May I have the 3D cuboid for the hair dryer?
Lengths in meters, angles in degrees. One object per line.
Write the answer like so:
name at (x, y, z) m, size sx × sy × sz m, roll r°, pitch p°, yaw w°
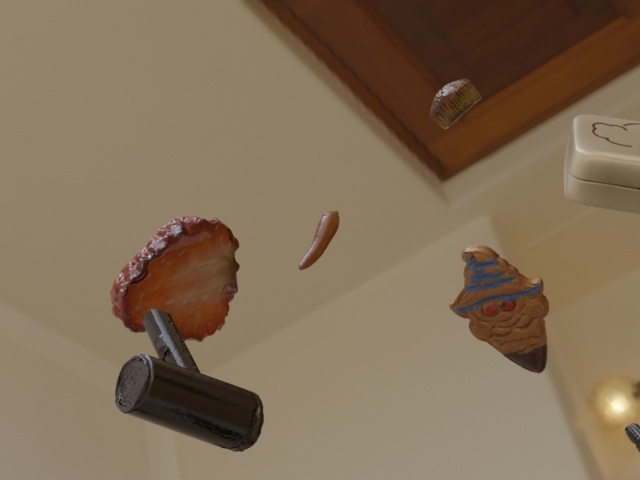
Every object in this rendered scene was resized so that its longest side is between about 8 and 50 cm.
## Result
hair dryer at (-0.207, 0.181, 1.582) m, size 0.197 × 0.089 × 0.251 m, roll 25°, pitch -162°, yaw -35°

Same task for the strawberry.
strawberry at (-0.317, 0.081, 2.334) m, size 0.336 × 0.149 × 0.265 m, roll -22°, pitch -65°, yaw -47°

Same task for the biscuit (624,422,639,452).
biscuit at (0.484, 0.308, 1.646) m, size 0.087 × 0.027 × 0.089 m, roll 54°, pitch -176°, yaw 40°

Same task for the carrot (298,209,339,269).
carrot at (0.000, 0.000, 1.853) m, size 0.035 × 0.035 × 0.142 m, roll 48°, pitch -129°, yaw -27°

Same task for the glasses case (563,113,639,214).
glasses case at (0.482, -0.081, 1.417) m, size 0.144 × 0.336 × 0.076 m, roll -70°, pitch -13°, yaw -60°

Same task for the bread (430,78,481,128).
bread at (0.207, -0.217, 1.752) m, size 0.053 × 0.085 × 0.085 m, roll 48°, pitch -160°, yaw 0°

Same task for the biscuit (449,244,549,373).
biscuit at (0.340, 0.132, 2.075) m, size 0.280 × 0.183 × 0.043 m, roll 62°, pitch -150°, yaw -10°
